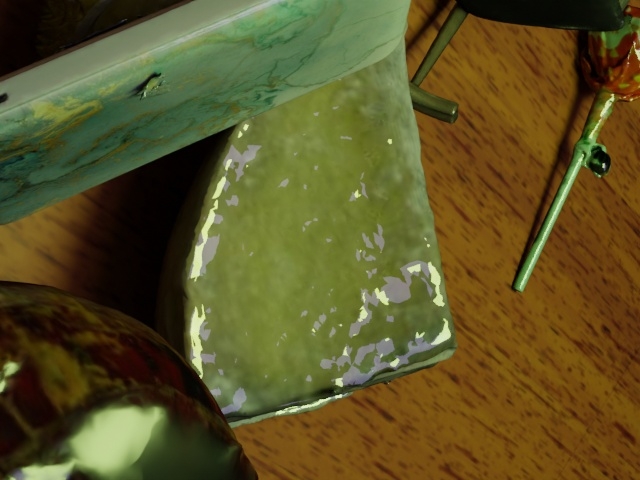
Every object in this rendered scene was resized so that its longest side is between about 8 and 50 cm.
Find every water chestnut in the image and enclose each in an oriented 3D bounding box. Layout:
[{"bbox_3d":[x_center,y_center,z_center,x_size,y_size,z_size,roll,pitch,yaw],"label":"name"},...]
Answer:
[{"bbox_3d":[-0.159,0.188,0.778,0.350,0.302,0.350,-23,119,-49],"label":"water chestnut"}]

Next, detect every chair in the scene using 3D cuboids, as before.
[{"bbox_3d":[0.141,-0.234,1.167,0.272,0.166,0.188,-53,134,-30],"label":"chair"}]

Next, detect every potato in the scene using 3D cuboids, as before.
[{"bbox_3d":[-0.037,-0.006,1.050,0.189,0.211,0.264,-7,85,-16],"label":"potato"}]

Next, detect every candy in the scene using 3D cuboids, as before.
[{"bbox_3d":[0.238,-0.085,1.413,0.084,0.078,0.288,36,78,-52],"label":"candy"}]

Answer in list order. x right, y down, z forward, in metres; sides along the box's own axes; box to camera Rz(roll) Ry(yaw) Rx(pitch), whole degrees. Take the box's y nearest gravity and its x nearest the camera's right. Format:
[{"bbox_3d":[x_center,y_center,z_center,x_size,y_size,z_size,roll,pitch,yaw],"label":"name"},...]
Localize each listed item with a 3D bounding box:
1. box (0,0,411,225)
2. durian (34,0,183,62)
[{"bbox_3d":[-0.076,-0.095,0.884,0.285,0.044,0.142,-25,166,-11],"label":"box"},{"bbox_3d":[-0.080,-0.151,0.944,0.208,0.146,0.102,-6,59,-41],"label":"durian"}]
